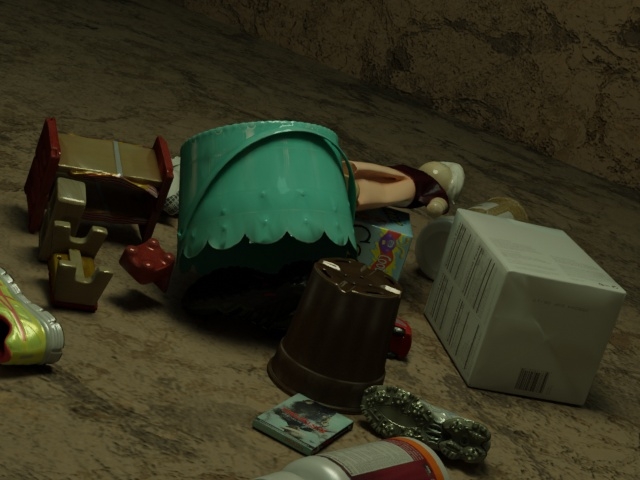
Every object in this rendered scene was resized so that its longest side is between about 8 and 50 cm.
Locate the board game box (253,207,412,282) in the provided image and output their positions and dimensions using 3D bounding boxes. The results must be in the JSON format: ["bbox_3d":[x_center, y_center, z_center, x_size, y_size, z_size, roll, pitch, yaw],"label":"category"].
[{"bbox_3d":[0.000,0.000,1.972,0.275,0.142,0.144,16,17,-3],"label":"board game box"}]

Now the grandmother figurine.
[{"bbox_3d":[0.129,-0.090,1.968,0.208,0.104,0.342,38,28,31],"label":"grandmother figurine"}]

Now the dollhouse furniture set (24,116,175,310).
[{"bbox_3d":[-0.324,-0.013,1.780,0.201,0.152,0.374,9,37,-24],"label":"dollhouse furniture set"}]

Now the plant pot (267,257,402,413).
[{"bbox_3d":[0.029,0.121,1.604,0.167,0.165,0.167,15,17,-5],"label":"plant pot"}]

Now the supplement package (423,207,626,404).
[{"bbox_3d":[0.312,0.100,1.867,0.199,0.198,0.263,11,19,-15],"label":"supplement package"}]

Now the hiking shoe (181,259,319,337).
[{"bbox_3d":[-0.087,0.099,1.705,0.226,0.114,0.086,-6,33,14],"label":"hiking shoe"}]

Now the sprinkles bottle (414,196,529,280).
[{"bbox_3d":[0.301,-0.005,2.299,0.121,0.121,0.355,24,19,21],"label":"sprinkles bottle"}]

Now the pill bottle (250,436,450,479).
[{"bbox_3d":[0.024,0.275,1.212,0.221,0.121,0.121,-3,26,-46],"label":"pill bottle"}]

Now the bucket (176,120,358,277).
[{"bbox_3d":[-0.082,-0.056,1.748,0.281,0.183,0.281,-6,-11,-1],"label":"bucket"}]

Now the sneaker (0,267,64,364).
[{"bbox_3d":[-0.411,0.088,1.443,0.208,0.082,0.094,27,23,28],"label":"sneaker"}]

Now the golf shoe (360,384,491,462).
[{"bbox_3d":[0.136,0.241,1.543,0.176,0.069,0.086,24,-1,11],"label":"golf shoe"}]

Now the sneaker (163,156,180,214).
[{"bbox_3d":[-0.264,-0.092,2.132,0.095,0.090,0.235,47,12,1],"label":"sneaker"}]

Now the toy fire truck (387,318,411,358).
[{"bbox_3d":[0.046,0.116,1.824,0.192,0.047,0.135,16,17,-4],"label":"toy fire truck"}]

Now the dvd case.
[{"bbox_3d":[-0.020,0.229,1.483,0.087,0.013,0.119,24,20,22],"label":"dvd case"}]
